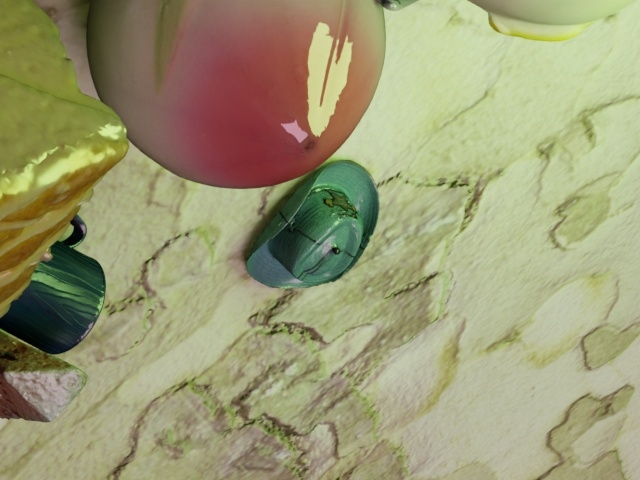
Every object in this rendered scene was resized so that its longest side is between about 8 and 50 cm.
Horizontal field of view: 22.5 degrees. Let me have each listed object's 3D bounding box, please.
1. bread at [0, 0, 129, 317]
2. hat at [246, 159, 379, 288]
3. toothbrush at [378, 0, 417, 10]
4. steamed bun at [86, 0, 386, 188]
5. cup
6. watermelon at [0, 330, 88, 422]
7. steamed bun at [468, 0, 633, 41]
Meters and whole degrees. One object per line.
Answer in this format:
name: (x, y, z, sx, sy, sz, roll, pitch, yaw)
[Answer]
bread: (-0.412, -0.034, 1.351, 0.390, 0.279, 0.371, -32, 168, -46)
hat: (0.000, 0.000, 1.894, 0.138, 0.078, 0.191, 19, 115, -39)
toothbrush: (0.115, -0.266, 1.651, 0.030, 0.030, 0.304, -60, 170, 24)
steamed bun: (-0.066, -0.176, 1.549, 0.309, 0.309, 0.309, -17, 134, -19)
cup: (-0.315, 0.028, 1.715, 0.113, 0.150, 0.138, -18, 145, 33)
watermelon: (-0.339, 0.130, 1.687, 0.094, 0.241, 0.154, -58, 133, -18)
steamed bun: (0.195, -0.379, 1.506, 0.374, 0.334, 0.334, 40, 102, -16)
